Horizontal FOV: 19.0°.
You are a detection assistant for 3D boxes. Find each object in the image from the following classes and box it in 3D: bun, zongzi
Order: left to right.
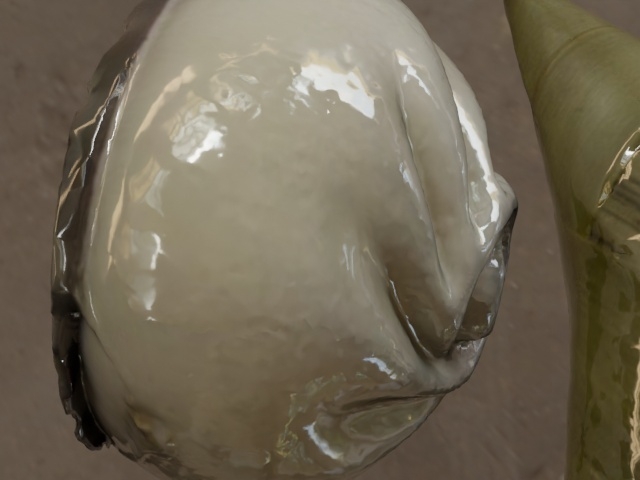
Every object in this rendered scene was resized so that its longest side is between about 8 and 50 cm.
[{"bbox_3d":[0.000,0.000,0.596,0.120,0.173,0.173,9,110,13],"label":"bun"},{"bbox_3d":[0.149,0.124,0.963,0.447,0.418,0.181,-57,151,3],"label":"zongzi"}]
